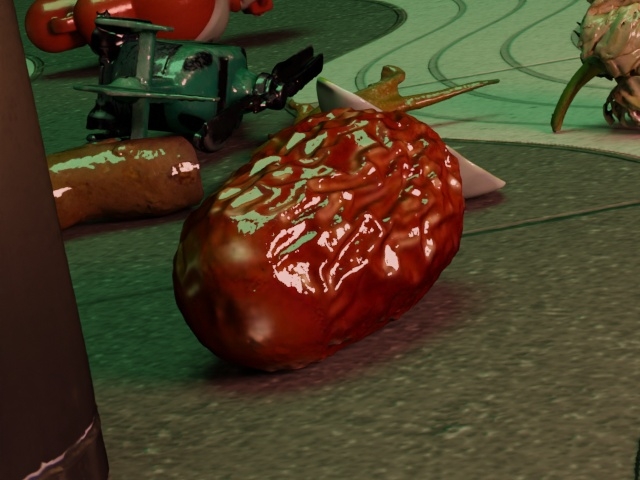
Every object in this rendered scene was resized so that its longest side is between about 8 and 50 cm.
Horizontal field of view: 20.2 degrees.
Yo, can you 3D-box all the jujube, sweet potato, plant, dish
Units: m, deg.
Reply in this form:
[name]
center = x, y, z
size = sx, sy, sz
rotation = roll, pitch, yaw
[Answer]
[jujube]
center = 0.000, 0.000, 0.878
size = 0.112, 0.109, 0.176
rotation = -43, -1, 39
[sweet potato]
center = -0.218, -0.020, 1.154
size = 0.281, 0.059, 0.067
rotation = -12, 6, -18
[plant]
center = 0.204, -0.125, 1.238
size = 0.122, 0.116, 0.104
rotation = -23, -9, 30
[dish]
center = 0.045, -0.054, 1.101
size = 0.137, 0.039, 0.091
rotation = 27, 5, -29

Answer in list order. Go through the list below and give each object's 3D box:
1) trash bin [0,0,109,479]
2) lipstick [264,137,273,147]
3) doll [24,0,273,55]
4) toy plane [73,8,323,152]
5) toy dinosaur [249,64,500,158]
[trash bin]
center = -0.207, -0.029, 0.697
size = 0.203, 0.301, 0.252
rotation = -1, 16, 26
[lipstick]
center = -0.003, -0.033, 1.100
size = 0.048, 0.048, 0.158
rotation = -11, 15, -8
[doll]
center = -0.164, -0.254, 1.881
size = 0.290, 0.130, 0.161
rotation = -19, 17, -17
[toy plane]
center = -0.104, -0.115, 1.339
size = 0.155, 0.106, 0.382
rotation = 6, 5, 12
[toy dinosaur]
center = 0.038, -0.093, 1.329
size = 0.162, 0.039, 0.126
rotation = -4, 22, 26
